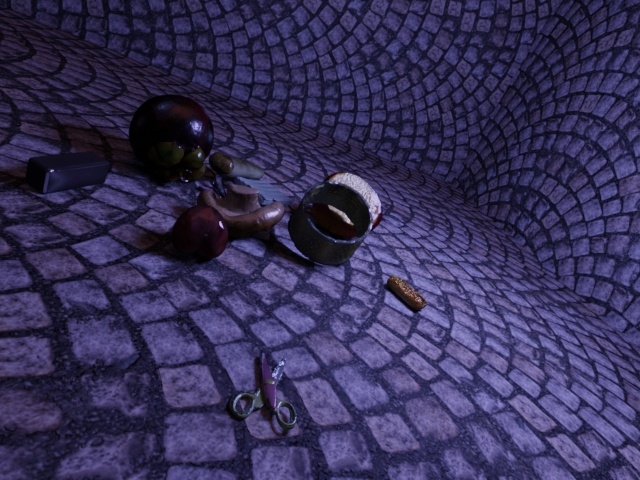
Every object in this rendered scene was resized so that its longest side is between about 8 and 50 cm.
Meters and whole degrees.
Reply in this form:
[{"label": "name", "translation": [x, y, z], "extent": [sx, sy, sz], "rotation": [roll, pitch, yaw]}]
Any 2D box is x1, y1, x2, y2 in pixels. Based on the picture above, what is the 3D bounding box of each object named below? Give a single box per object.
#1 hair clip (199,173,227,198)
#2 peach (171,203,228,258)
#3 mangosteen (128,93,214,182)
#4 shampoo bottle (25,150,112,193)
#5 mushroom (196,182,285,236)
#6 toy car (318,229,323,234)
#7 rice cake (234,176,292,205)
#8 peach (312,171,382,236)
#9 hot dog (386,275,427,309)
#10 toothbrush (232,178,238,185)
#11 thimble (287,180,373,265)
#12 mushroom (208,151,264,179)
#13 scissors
[{"label": "hair clip", "translation": [-0.357, -0.172, 1.601], "extent": [0.146, 0.056, 0.187], "rotation": [2, 42, -45]}, {"label": "peach", "translation": [-0.327, -0.028, 1.191], "extent": [0.152, 0.152, 0.152], "rotation": [22, 24, -10]}, {"label": "mangosteen", "translation": [-0.510, -0.359, 1.527], "extent": [0.300, 0.300, 0.300], "rotation": [22, 24, -10]}, {"label": "shampoo bottle", "translation": [-0.710, -0.201, 1.252], "extent": [0.079, 0.080, 0.246], "rotation": [31, 24, 9]}, {"label": "mushroom", "translation": [-0.256, -0.078, 1.387], "extent": [0.286, 0.156, 0.151], "rotation": [8, 38, -10]}, {"label": "toy car", "translation": [0.000, 0.000, 1.610], "extent": [0.059, 0.035, 0.122], "rotation": [3, 41, -43]}, {"label": "rice cake", "translation": [-0.230, -0.199, 1.765], "extent": [0.189, 0.037, 0.198], "rotation": [37, 20, 14]}, {"label": "peach", "translation": [0.115, -0.132, 1.747], "extent": [0.275, 0.248, 0.245], "rotation": [34, 2, 8]}, {"label": "hot dog", "translation": [0.299, 0.181, 1.518], "extent": [0.071, 0.045, 0.165], "rotation": [-4, 38, -46]}, {"label": "toothbrush", "translation": [-0.326, -0.222, 1.763], "extent": [0.018, 0.024, 0.257], "rotation": [3, 33, -42]}, {"label": "thimble", "translation": [0.034, -0.062, 1.499], "extent": [0.271, 0.150, 0.270], "rotation": [11, 55, -16]}, {"label": "mushroom", "translation": [-0.337, -0.296, 1.765], "extent": [0.107, 0.087, 0.333], "rotation": [41, 15, 11]}, {"label": "scissors", "translation": [-0.108, 0.298, 0.889], "extent": [0.134, 0.020, 0.187], "rotation": [18, 25, -7]}]
